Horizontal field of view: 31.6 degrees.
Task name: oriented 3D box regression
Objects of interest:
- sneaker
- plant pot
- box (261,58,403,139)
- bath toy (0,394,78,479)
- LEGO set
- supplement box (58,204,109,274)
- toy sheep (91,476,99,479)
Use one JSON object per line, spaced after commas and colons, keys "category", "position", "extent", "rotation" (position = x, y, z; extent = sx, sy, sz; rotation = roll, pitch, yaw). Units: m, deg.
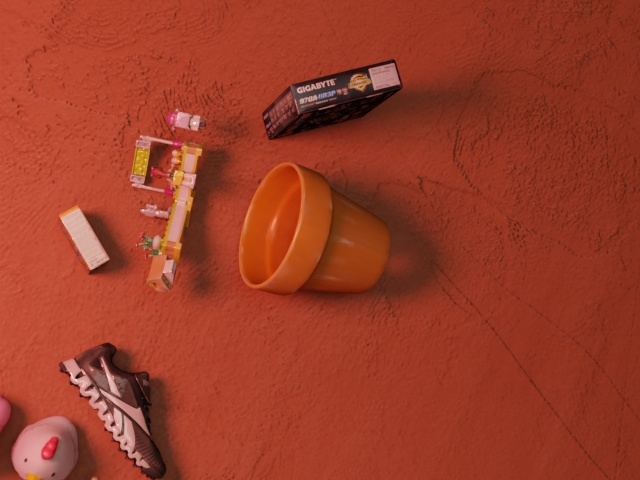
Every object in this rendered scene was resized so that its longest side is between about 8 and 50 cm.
{"category": "sneaker", "position": [-0.292, 0.254, 1.730], "extent": [0.106, 0.078, 0.234], "rotation": [-36, 90, -14]}
{"category": "plant pot", "position": [0.000, 0.000, 1.791], "extent": [0.188, 0.205, 0.205], "rotation": [18, 78, -27]}
{"category": "box", "position": [0.014, -0.222, 1.804], "extent": [0.175, 0.220, 0.051], "rotation": [-16, 89, -15]}
{"category": "bath toy", "position": [-0.520, 0.269, 1.645], "extent": [0.348, 0.129, 0.151], "rotation": [25, 76, -10]}
{"category": "LEGO set", "position": [-0.255, -0.065, 1.769], "extent": [0.107, 0.132, 0.287], "rotation": [12, 85, -4]}
{"category": "supplement box", "position": [-0.368, 0.000, 1.756], "extent": [0.036, 0.062, 0.098], "rotation": [-30, 89, -17]}
{"category": "toy sheep", "position": [-0.342, 0.418, 1.691], "extent": [0.091, 0.091, 0.132], "rotation": [-1, 100, -14]}
